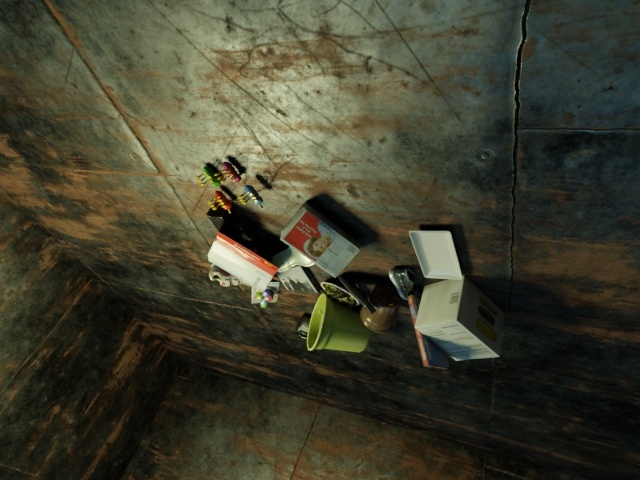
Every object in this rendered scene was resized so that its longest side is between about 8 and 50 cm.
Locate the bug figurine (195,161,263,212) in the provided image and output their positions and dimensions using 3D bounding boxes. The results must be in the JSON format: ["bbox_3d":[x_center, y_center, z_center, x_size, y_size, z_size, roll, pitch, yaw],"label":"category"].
[{"bbox_3d":[-0.341,-0.198,1.640,0.278,0.072,0.216,-2,132,41],"label":"bug figurine"}]

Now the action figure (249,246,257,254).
[{"bbox_3d":[-0.317,0.060,2.020,0.038,0.030,0.115,33,144,-4],"label":"action figure"}]

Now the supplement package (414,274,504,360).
[{"bbox_3d":[0.537,0.304,1.669,0.262,0.199,0.198,39,143,-21],"label":"supplement package"}]

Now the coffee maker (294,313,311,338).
[{"bbox_3d":[-0.042,0.491,2.383,0.178,0.120,0.171,26,170,-1],"label":"coffee maker"}]

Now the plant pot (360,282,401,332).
[{"bbox_3d":[0.266,0.276,1.850,0.166,0.167,0.165,19,138,8],"label":"plant pot"}]

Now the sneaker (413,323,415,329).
[{"bbox_3d":[0.473,0.352,1.885,0.067,0.078,0.188,34,145,-14],"label":"sneaker"}]

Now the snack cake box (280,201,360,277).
[{"bbox_3d":[0.000,0.000,1.620,0.264,0.089,0.152,36,107,-18],"label":"snack cake box"}]

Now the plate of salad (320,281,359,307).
[{"bbox_3d":[0.084,0.252,1.984,0.199,0.048,0.200,27,159,11],"label":"plate of salad"}]

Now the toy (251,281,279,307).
[{"bbox_3d":[-0.286,0.289,2.249,0.136,0.056,0.237,-2,150,-10],"label":"toy"}]

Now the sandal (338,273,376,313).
[{"bbox_3d":[0.162,0.217,1.824,0.254,0.054,0.097,44,173,48],"label":"sandal"}]

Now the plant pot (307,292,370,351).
[{"bbox_3d":[0.097,0.416,2.076,0.253,0.276,0.276,16,147,-9],"label":"plant pot"}]

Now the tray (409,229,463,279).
[{"bbox_3d":[0.416,0.047,1.545,0.145,0.030,0.270,2,141,31],"label":"tray"}]

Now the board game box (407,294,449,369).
[{"bbox_3d":[0.425,0.361,1.716,0.145,0.282,0.027,21,140,-40],"label":"board game box"}]

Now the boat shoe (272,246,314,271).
[{"bbox_3d":[-0.083,0.055,1.816,0.302,0.091,0.114,-14,101,45],"label":"boat shoe"}]

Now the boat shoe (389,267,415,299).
[{"bbox_3d":[0.348,0.177,1.732,0.083,0.065,0.183,-7,135,40],"label":"boat shoe"}]

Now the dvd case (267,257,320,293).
[{"bbox_3d":[-0.124,0.168,2.045,0.179,0.030,0.239,2,140,30],"label":"dvd case"}]

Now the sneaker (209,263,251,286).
[{"bbox_3d":[-0.454,0.192,2.207,0.252,0.111,0.103,17,146,11],"label":"sneaker"}]

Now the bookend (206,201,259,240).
[{"bbox_3d":[-0.365,-0.079,1.815,0.156,0.072,0.157,3,141,30],"label":"bookend"}]

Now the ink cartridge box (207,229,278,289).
[{"bbox_3d":[-0.352,0.104,1.937,0.308,0.091,0.385,32,165,-4],"label":"ink cartridge box"}]
